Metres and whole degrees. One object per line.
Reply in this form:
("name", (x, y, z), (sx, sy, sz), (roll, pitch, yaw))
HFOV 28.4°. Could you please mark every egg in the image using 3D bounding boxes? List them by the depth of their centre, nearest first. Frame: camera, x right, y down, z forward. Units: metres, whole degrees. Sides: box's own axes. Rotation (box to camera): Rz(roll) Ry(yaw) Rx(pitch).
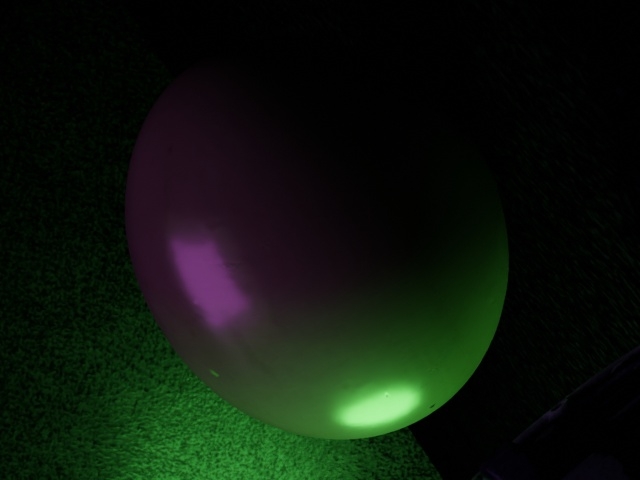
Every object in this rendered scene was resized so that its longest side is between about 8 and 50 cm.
("egg", (0.000, 0.000, 0.759), (0.219, 0.219, 0.269), (47, 165, 49))

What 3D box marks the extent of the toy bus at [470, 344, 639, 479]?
("toy bus", (0.172, 0.120, 0.510), (0.167, 0.138, 0.275), (53, 171, 2))
